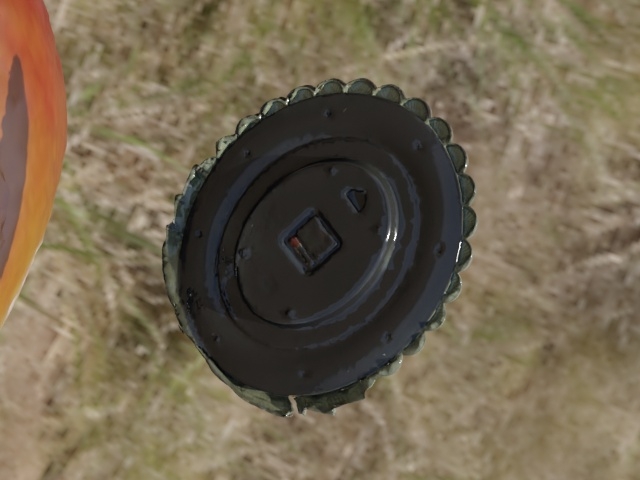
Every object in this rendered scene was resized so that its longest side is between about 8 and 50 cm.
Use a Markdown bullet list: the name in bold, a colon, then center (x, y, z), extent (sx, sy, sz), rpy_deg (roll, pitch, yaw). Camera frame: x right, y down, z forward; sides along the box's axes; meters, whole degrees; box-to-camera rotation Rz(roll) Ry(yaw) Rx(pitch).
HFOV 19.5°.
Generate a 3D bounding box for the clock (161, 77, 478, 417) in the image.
- **clock**: center (0.000, 0.000, 0.442), extent (0.083, 0.074, 0.010), rpy_deg (-43, 158, 15)

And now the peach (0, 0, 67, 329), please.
- **peach**: center (-0.244, -0.032, 0.537), extent (0.332, 0.308, 0.308), rpy_deg (15, 97, -17)
